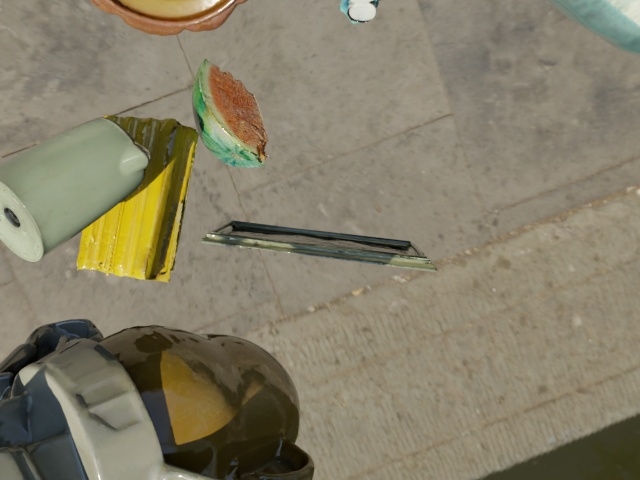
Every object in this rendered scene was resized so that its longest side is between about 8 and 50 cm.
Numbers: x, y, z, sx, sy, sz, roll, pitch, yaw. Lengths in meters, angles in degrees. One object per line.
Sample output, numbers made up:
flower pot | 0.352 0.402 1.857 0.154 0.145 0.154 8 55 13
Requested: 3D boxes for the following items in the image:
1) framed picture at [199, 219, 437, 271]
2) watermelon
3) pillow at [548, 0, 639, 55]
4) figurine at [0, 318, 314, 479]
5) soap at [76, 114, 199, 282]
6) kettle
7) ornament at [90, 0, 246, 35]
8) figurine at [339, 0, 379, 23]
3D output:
framed picture | 0.000 0.000 1.070 0.296 0.232 0.019 7 96 -1
watermelon | -0.212 -0.233 1.612 0.128 0.146 0.231 -1 66 -40
pillow | 0.150 -0.200 0.430 0.214 0.086 0.233 17 59 -24
figurine | -0.137 0.146 0.548 0.285 0.342 0.167 -18 142 -43
soap | -0.364 -0.082 1.582 0.204 0.096 0.325 9 87 31
kettle | -0.455 -0.105 1.372 0.255 0.240 0.165 -44 130 -37
ornament | -0.136 -0.304 0.722 0.221 0.218 0.235 35 116 -29
figurine | 0.085 -0.524 1.649 0.110 0.245 0.138 0 126 6
